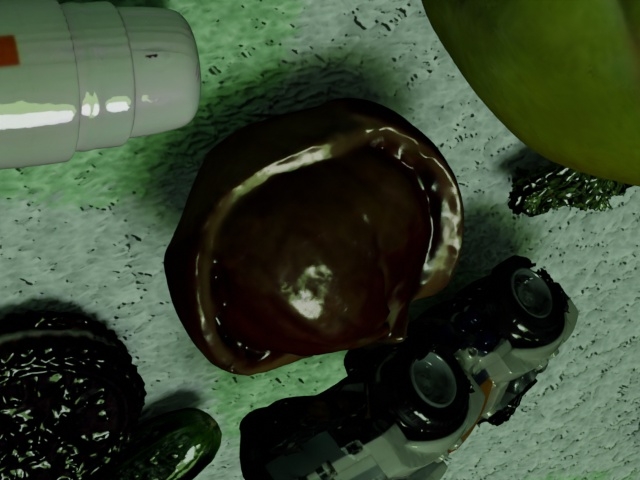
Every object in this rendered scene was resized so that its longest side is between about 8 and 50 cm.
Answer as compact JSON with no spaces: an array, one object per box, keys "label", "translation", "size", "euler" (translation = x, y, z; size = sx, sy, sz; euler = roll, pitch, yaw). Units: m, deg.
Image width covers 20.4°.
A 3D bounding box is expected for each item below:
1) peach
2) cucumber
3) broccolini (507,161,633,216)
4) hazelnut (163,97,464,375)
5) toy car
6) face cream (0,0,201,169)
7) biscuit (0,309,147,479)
[{"label":"peach","translation":[0.192,-0.172,0.995],"size":[0.282,0.314,0.316],"euler":[-2,178,24]},{"label":"cucumber","translation":[-0.174,0.212,1.424],"size":[0.241,0.074,0.074],"euler":[-42,140,17]},{"label":"broccolini","translation":[0.161,-0.090,1.257],"size":[0.123,0.062,0.271],"euler":[-43,147,-1]},{"label":"hazelnut","translation":[-0.004,-0.005,1.187],"size":[0.202,0.160,0.170],"euler":[-28,143,14]},{"label":"toy car","translation":[0.079,0.112,1.321],"size":[0.193,0.118,0.301],"euler":[-36,176,41]},{"label":"face cream","translation":[-0.233,-0.084,1.014],"size":[0.346,0.102,0.102],"euler":[-8,139,-20]},{"label":"biscuit","translation":[-0.223,0.126,1.308],"size":[0.195,0.053,0.194],"euler":[-16,142,-13]}]
